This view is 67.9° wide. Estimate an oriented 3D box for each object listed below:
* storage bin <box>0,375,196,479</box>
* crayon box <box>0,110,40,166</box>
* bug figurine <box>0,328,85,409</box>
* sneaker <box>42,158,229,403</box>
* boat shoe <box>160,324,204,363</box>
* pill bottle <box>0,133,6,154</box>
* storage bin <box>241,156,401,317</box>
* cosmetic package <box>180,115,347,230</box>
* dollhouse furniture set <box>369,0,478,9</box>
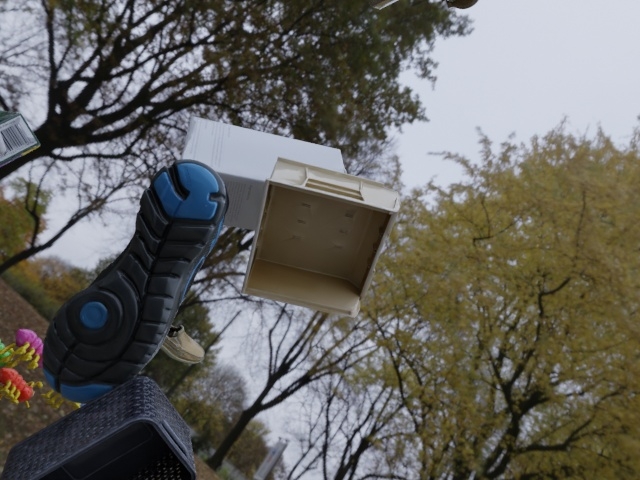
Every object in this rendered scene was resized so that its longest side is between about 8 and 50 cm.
[{"bbox_3d":[-0.247,0.258,0.539,0.122,0.180,0.084,66,-10,-25],"label":"storage bin"},{"bbox_3d":[-0.991,-0.223,1.246,0.313,0.363,0.106,16,-44,34],"label":"crayon box"},{"bbox_3d":[-0.572,0.259,0.936,0.279,0.072,0.216,-4,-58,25],"label":"bug figurine"},{"bbox_3d":[-0.221,0.059,0.625,0.125,0.341,0.139,36,-1,0],"label":"sneaker"},{"bbox_3d":[-0.352,0.237,1.150,0.072,0.068,0.190,-43,-58,18],"label":"boat shoe"},{"bbox_3d":[-0.616,-0.164,0.725,0.117,0.208,0.117,41,-38,42],"label":"pill bottle"},{"bbox_3d":[0.000,0.000,0.956,0.260,0.123,0.262,14,-59,-5],"label":"storage bin"},{"bbox_3d":[-0.137,-0.142,1.135,0.385,0.217,0.156,12,-49,-15],"label":"cosmetic package"},{"bbox_3d":[0.123,-0.350,0.637,0.161,0.182,0.101,-15,-79,29],"label":"dollhouse furniture set"}]
